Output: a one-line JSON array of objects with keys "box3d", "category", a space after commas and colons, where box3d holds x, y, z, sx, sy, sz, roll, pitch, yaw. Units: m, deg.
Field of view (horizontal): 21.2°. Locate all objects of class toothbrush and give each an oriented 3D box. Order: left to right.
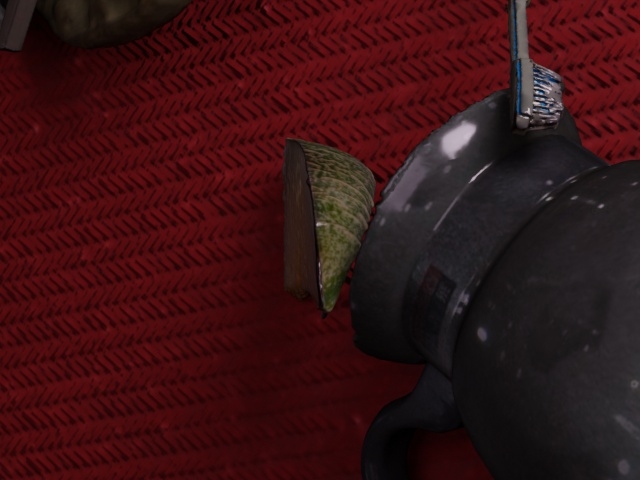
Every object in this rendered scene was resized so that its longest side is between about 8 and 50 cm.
[{"box3d": [0.116, -0.156, 0.949, 0.028, 0.026, 0.294, 9, 45, -4], "category": "toothbrush"}]

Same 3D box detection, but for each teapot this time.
[{"box3d": [0.141, 0.066, 0.928, 0.223, 0.305, 0.285, -33, 55, -28], "category": "teapot"}]

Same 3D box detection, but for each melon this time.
[{"box3d": [0.002, -0.008, 0.985, 0.054, 0.182, 0.098, 13, 91, -7], "category": "melon"}]

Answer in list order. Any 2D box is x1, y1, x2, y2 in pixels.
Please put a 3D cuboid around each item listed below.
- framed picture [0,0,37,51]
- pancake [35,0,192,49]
[{"box3d": [-0.240, -0.272, 1.146, 0.265, 0.018, 0.192, 46, 126, 36], "category": "framed picture"}, {"box3d": [-0.139, -0.267, 1.087, 0.294, 0.049, 0.294, 9, 101, 53], "category": "pancake"}]
